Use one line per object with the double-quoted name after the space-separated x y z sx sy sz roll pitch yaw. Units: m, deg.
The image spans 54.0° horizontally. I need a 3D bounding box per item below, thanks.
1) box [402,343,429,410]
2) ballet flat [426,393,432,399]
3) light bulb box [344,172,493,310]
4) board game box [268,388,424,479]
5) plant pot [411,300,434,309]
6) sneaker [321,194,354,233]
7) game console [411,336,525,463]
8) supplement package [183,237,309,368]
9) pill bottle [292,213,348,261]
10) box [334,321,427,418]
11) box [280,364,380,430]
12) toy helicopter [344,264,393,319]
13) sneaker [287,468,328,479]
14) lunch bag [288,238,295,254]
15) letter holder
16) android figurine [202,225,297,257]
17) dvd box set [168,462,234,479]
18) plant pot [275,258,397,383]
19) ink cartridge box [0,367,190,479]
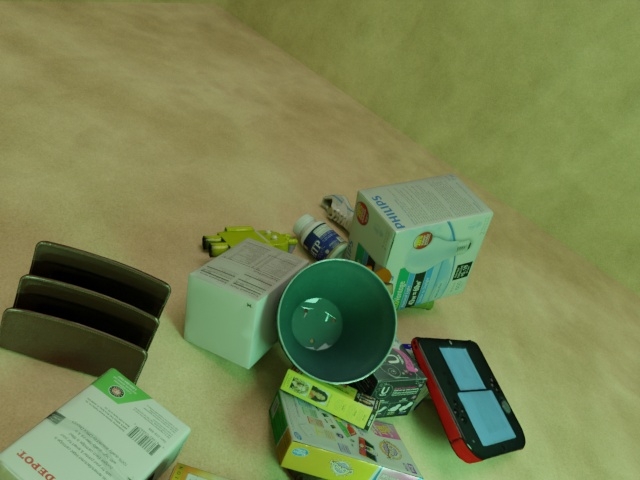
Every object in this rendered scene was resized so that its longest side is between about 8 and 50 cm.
0.236 0.377 1.731 0.072 0.126 0.137 9 37 -33 "box"
0.359 0.430 1.811 0.206 0.067 0.073 20 33 -14 "ballet flat"
0.296 0.011 1.998 0.361 0.357 0.225 -12 44 -24 "light bulb box"
0.050 0.462 1.430 0.317 0.064 0.242 21 8 -14 "board game box"
0.328 0.198 2.121 0.079 0.083 0.083 -3 43 -26 "plant pot"
0.081 -0.089 2.329 0.092 0.087 0.228 -1 35 -30 "sneaker"
0.413 0.423 1.718 0.387 0.060 0.341 15 49 -51 "game console"
-0.185 0.150 1.600 0.198 0.199 0.263 20 28 19 "supplement package"
0.000 0.000 2.096 0.187 0.112 0.112 42 33 21 "pill bottle"
0.138 0.331 1.667 0.164 0.142 0.247 4 33 -30 "box"
0.025 0.371 1.509 0.232 0.058 0.087 24 9 9 "box"
0.048 0.133 1.803 0.355 0.140 0.235 -1 3 36 "toy helicopter"
-0.003 0.541 1.357 0.188 0.066 0.071 33 35 8 "sneaker"
-0.116 0.012 2.039 0.071 0.053 0.083 27 6 -3 "lunch bag"
-0.503 0.155 1.360 0.302 0.214 0.152 21 32 -14 "letter holder"
-0.207 0.008 1.877 0.273 0.056 0.248 -4 16 -20 "android figurine"
-0.093 0.557 1.033 0.421 0.062 0.307 18 26 -2 "dvd box set"
0.016 0.201 1.544 0.291 0.195 0.289 3 79 -16 "plant pot"
-0.419 0.404 1.159 0.211 0.121 0.289 36 32 10 "ink cartridge box"
